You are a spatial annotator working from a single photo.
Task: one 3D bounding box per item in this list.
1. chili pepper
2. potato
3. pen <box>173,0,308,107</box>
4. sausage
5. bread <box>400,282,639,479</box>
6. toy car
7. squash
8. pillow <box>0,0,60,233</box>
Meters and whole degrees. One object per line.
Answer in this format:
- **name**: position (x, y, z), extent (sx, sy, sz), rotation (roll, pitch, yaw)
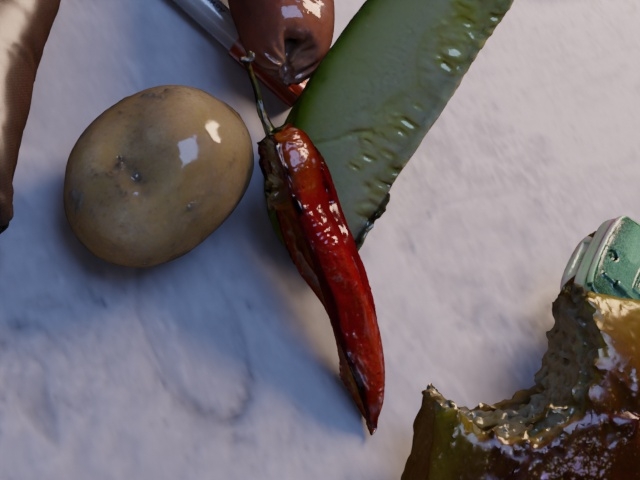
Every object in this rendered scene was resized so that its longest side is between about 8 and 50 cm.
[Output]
- **chili pepper**: position (0.000, 0.000, 1.018), extent (0.050, 0.059, 0.268), rotation (-23, 93, -23)
- **potato**: position (-0.101, -0.043, 0.996), extent (0.112, 0.112, 0.147), rotation (40, 57, -1)
- **pen**: position (-0.100, -0.186, 1.133), extent (0.239, 0.028, 0.028), rotation (43, 50, 2)
- **sausage**: position (-0.055, -0.295, 1.172), extent (0.088, 0.088, 0.433), rotation (4, 54, -26)
- **bread**: position (0.245, 0.131, 1.018), extent (0.380, 0.109, 0.185), rotation (9, 98, -17)
- **toy car**: position (0.261, 0.085, 1.129), extent (0.224, 0.076, 0.090), rotation (47, 50, -19)
- **squash**: position (0.051, -0.114, 1.024), extent (0.093, 0.252, 0.169), rotation (32, 51, -5)
- **pillow**: position (-0.313, -0.170, 0.955), extent (0.308, 0.108, 0.305), rotation (19, 52, -17)
